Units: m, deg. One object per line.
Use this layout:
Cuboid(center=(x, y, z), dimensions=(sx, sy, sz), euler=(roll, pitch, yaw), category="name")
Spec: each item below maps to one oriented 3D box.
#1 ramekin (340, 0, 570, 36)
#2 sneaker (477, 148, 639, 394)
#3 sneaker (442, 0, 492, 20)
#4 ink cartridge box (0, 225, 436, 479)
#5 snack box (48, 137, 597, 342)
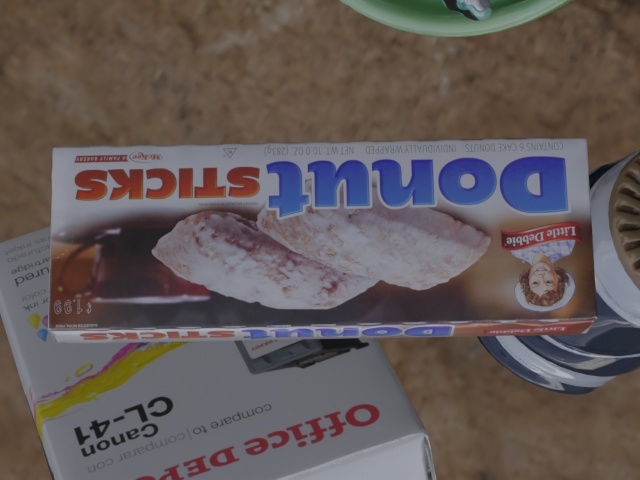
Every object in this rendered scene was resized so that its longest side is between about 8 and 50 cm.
Cuboid(center=(0.116, -0.290, 1.265), dimensions=(0.303, 0.148, 0.303), euler=(5, 100, 30), category="ramekin")
Cuboid(center=(0.192, -0.009, 0.859), dimensions=(0.153, 0.282, 0.099), euler=(-35, 75, 54), category="sneaker")
Cuboid(center=(0.075, -0.174, 1.054), dimensions=(0.098, 0.069, 0.038), euler=(44, 173, -16), category="sneaker")
Cuboid(center=(-0.075, 0.102, 1.253), dimensions=(0.226, 0.306, 0.131), euler=(-18, 129, -10), category="ink cartridge box")
Cuboid(center=(0.000, 0.000, 0.632), dimensions=(0.178, 0.064, 0.022), euler=(-1, 163, 0), category="snack box")
